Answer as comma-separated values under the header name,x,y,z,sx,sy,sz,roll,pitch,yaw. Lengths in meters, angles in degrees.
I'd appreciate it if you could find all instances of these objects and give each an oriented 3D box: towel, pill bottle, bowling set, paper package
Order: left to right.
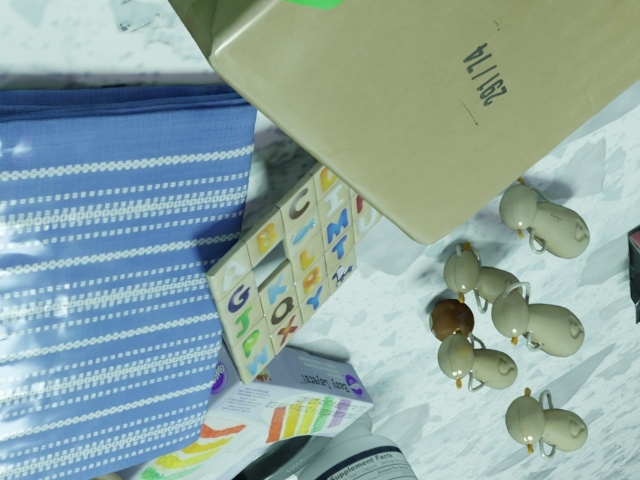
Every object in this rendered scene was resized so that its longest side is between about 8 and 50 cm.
name,x,y,z,sx,sy,sz,roll,pitch,yaw
towel,-0.173,0.044,0.773,0.243,0.040,0.336,-10,124,-37
pill bottle,0.058,0.335,1.269,0.153,0.265,0.153,-22,147,-15
paper package,0.083,-0.187,0.636,0.309,0.168,0.325,-40,148,10
bowling set,0.177,0.094,1.127,0.200,0.287,0.154,-12,158,38

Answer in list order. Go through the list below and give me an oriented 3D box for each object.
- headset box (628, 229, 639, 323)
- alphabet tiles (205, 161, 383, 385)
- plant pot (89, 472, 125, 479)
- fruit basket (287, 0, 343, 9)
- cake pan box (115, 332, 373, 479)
name,x,y,z,sx,sy,sz,roll,pitch,yaw
headset box,0.543,0.016,1.398,0.293,0.110,0.218,-32,150,0
alphabet tiles,0.000,0.000,0.898,0.237,0.009,0.198,-46,154,-21
plant pot,-0.301,0.350,1.009,0.263,0.263,0.229,-10,166,-33
fruit basket,-0.046,-0.287,0.295,0.392,0.283,0.392,-14,151,-8
cake pan box,-0.100,0.218,1.153,0.245,0.070,0.267,-40,149,18
